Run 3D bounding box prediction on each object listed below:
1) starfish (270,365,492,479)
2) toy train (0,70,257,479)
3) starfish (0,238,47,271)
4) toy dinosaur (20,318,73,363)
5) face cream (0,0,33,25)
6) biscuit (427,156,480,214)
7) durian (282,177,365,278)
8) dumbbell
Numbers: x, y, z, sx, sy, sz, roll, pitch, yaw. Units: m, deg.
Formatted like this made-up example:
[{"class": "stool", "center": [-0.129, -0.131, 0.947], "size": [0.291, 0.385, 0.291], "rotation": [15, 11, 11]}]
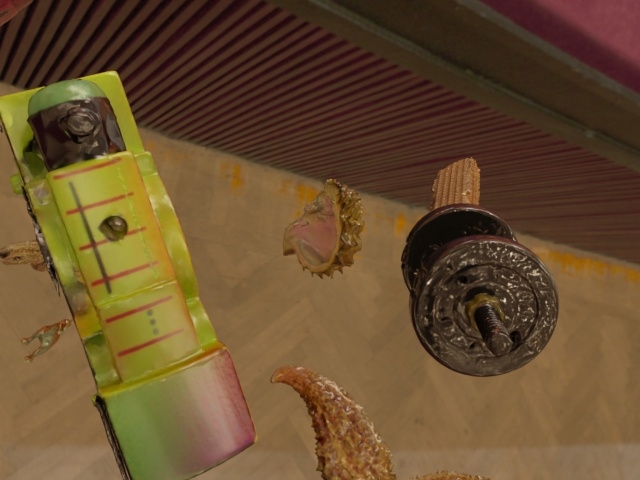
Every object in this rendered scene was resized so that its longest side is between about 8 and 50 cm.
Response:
[{"class": "starfish", "center": [0.027, 0.193, 0.408], "size": [0.227, 0.043, 0.240], "rotation": [-28, 79, -3]}, {"class": "toy train", "center": [-0.140, 0.023, 0.442], "size": [0.101, 0.160, 0.296], "rotation": [-21, 95, -22]}, {"class": "starfish", "center": [-0.549, 0.005, 1.300], "size": [0.238, 0.216, 0.071], "rotation": [-18, 77, -27]}, {"class": "toy dinosaur", "center": [-0.634, 0.215, 1.462], "size": [0.142, 0.212, 0.057], "rotation": [-38, 102, -4]}, {"class": "face cream", "center": [-0.427, -0.267, 0.628], "size": [0.195, 0.175, 0.175], "rotation": [-41, 110, -9]}, {"class": "biscuit", "center": [0.263, -0.070, 1.214], "size": [0.054, 0.094, 0.378], "rotation": [61, 24, -18]}, {"class": "durian", "center": [0.008, -0.007, 0.969], "size": [0.078, 0.224, 0.140], "rotation": [-7, 81, -31]}, {"class": "dumbbell", "center": [0.163, 0.045, 0.676], "size": [0.143, 0.325, 0.143], "rotation": [1, 105, 4]}]
